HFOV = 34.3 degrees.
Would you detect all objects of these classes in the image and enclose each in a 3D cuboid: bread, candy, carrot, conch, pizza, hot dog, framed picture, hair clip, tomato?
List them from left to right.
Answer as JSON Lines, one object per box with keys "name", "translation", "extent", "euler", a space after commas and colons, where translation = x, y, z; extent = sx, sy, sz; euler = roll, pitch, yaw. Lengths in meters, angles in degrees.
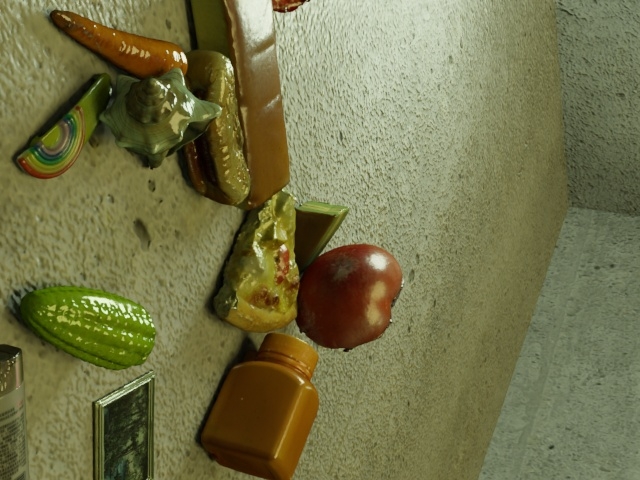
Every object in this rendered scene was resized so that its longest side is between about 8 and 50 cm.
{"name": "hair clip", "translation": [-0.297, -0.136, 1.252], "extent": [0.060, 0.033, 0.188], "euler": [78, 32, -45]}
{"name": "candy", "translation": [-0.293, 0.103, 1.287], "extent": [0.209, 0.097, 0.097], "euler": [31, 70, -58]}
{"name": "carrot", "translation": [-0.247, -0.240, 1.300], "extent": [0.256, 0.061, 0.061], "euler": [8, 92, -63]}
{"name": "framed picture", "translation": [-0.277, 0.292, 1.482], "extent": [0.142, 0.011, 0.183], "euler": [-25, 121, -61]}
{"name": "conch", "translation": [-0.201, -0.167, 1.316], "extent": [0.234, 0.137, 0.114], "euler": [-24, 94, -83]}
{"name": "hot dog", "translation": [-0.159, -0.153, 1.491], "extent": [0.073, 0.084, 0.242], "euler": [-52, 144, -49]}
{"name": "bread", "translation": [-0.116, -0.225, 1.565], "extent": [0.138, 0.077, 0.361], "euler": [-50, 142, -50]}
{"name": "pizza", "translation": [-0.086, 0.015, 1.726], "extent": [0.280, 0.075, 0.288], "euler": [-10, 108, -66]}
{"name": "bread", "translation": [0.000, 0.005, 1.899], "extent": [0.074, 0.084, 0.139], "euler": [-31, 127, -62]}
{"name": "tomato", "translation": [0.039, 0.079, 1.873], "extent": [0.112, 0.199, 0.228], "euler": [73, 27, -45]}

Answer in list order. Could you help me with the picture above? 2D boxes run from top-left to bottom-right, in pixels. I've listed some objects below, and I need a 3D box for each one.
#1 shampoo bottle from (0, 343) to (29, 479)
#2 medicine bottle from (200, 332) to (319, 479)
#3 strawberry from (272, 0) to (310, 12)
{"name": "shampoo bottle", "translation": [-0.375, 0.237, 1.189], "extent": [0.086, 0.056, 0.227], "euler": [-28, 124, -58]}
{"name": "medicine bottle", "translation": [-0.087, 0.274, 1.726], "extent": [0.112, 0.149, 0.222], "euler": [67, 39, -53]}
{"name": "strawberry", "translation": [-0.054, -0.459, 1.636], "extent": [0.208, 0.087, 0.167], "euler": [-37, 116, -23]}
